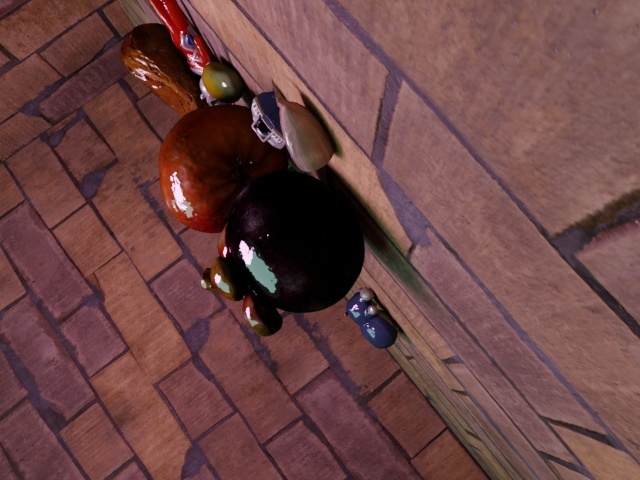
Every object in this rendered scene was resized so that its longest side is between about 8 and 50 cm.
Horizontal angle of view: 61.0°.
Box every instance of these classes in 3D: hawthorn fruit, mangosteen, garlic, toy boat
[{"bbox_3d":[-0.306,-0.223,1.657,0.403,0.403,0.403,51,174,7],"label":"hawthorn fruit"},{"bbox_3d":[-0.101,0.032,1.396,0.382,0.435,0.382,51,171,11],"label":"mangosteen"},{"bbox_3d":[-0.043,-0.227,1.120,0.198,0.090,0.129,51,-171,-42],"label":"garlic"},{"bbox_3d":[-0.126,-0.287,1.367,0.129,0.088,0.295,53,174,-9],"label":"toy boat"}]

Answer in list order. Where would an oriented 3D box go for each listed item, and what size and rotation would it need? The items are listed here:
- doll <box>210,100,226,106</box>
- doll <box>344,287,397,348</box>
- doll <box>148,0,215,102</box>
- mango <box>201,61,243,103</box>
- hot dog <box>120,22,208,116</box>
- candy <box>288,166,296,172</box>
[{"bbox_3d":[-0.373,-0.517,2.031,0.214,0.071,0.104,-107,-7,-82],"label":"doll"},{"bbox_3d":[0.217,0.323,2.226,0.258,0.154,0.228,46,171,-1],"label":"doll"},{"bbox_3d":[-0.390,-0.584,1.668,0.188,0.099,0.384,38,161,44],"label":"doll"},{"bbox_3d":[-0.284,-0.463,1.589,0.130,0.092,0.194,57,164,-21],"label":"mango"},{"bbox_3d":[-0.493,-0.563,1.848,0.387,0.174,0.267,39,-142,-60],"label":"hot dog"},{"bbox_3d":[-0.060,-0.155,1.799,0.194,0.062,0.097,48,172,42],"label":"candy"}]
